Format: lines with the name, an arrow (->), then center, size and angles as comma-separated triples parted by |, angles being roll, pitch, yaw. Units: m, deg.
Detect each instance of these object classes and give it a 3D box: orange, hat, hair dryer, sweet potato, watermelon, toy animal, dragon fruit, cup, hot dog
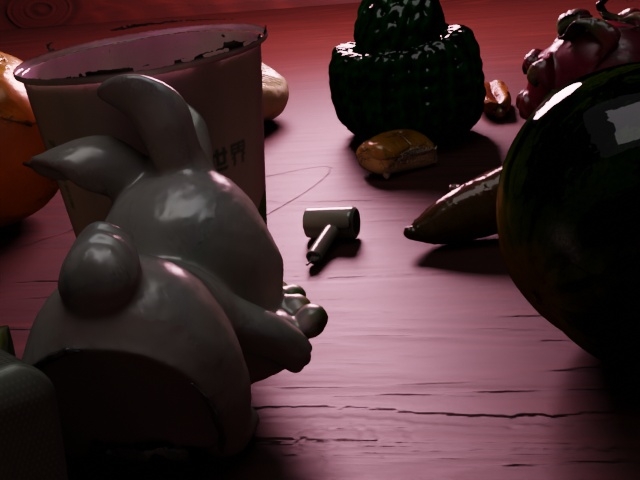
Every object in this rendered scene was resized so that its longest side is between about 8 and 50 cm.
orange -> -0.450, -0.135, 1.392 | 0.246, 0.246, 0.246 | -6, 20, 2
hat -> 0.116, -0.319, 1.596 | 0.242, 0.332, 0.274 | -12, 18, -22
hair dryer -> 0.000, 0.000, 1.203 | 0.063, 0.038, 0.124 | 0, 28, 20
sweet potato -> 0.254, -0.062, 1.224 | 0.346, 0.079, 0.108 | -16, 10, -34
watermelon -> 0.269, -0.020, 0.865 | 0.269, 0.269, 0.269 | -6, 20, 2
toy animal -> -0.134, 0.031, 0.871 | 0.182, 0.247, 0.310 | -27, 32, 29
dragon fruit -> 0.397, -0.196, 1.389 | 0.272, 0.198, 0.218 | 20, 71, 11
cup -> -0.159, -0.073, 1.089 | 0.253, 0.274, 0.253 | -8, 19, 3
hot dog -> 0.282, -0.229, 1.729 | 0.062, 0.038, 0.144 | -2, 22, 3

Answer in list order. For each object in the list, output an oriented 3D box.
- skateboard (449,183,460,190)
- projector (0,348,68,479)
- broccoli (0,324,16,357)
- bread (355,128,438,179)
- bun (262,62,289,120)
skateboard -> 0.206, -0.054, 1.292 | 0.083, 0.032, 0.064 | -16, 32, -20
projector -> -0.303, 0.156, 0.672 | 0.242, 0.163, 0.177 | -20, 23, -40
broccoli -> -0.430, 0.099, 0.844 | 0.361, 0.221, 0.252 | -8, 24, -36
bread -> 0.103, -0.124, 1.474 | 0.106, 0.053, 0.072 | -12, 24, -30
bun -> -0.161, -0.247, 1.806 | 0.222, 0.127, 0.222 | 22, 21, -9
